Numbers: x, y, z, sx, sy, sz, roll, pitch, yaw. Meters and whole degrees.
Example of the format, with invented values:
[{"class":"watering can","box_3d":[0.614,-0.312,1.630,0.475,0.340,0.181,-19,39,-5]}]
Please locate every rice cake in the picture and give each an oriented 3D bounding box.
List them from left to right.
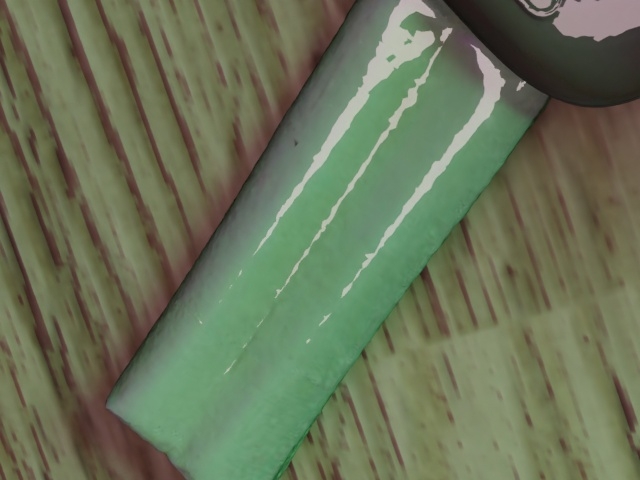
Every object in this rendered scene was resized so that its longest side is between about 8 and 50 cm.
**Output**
[{"class":"rice cake","box_3d":[0.000,0.001,0.665,0.080,0.042,0.222,35,109,2]}]

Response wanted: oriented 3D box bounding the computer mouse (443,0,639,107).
[{"class":"computer mouse","box_3d":[0.059,-0.152,0.602,0.120,0.057,0.232,-43,83,10]}]
